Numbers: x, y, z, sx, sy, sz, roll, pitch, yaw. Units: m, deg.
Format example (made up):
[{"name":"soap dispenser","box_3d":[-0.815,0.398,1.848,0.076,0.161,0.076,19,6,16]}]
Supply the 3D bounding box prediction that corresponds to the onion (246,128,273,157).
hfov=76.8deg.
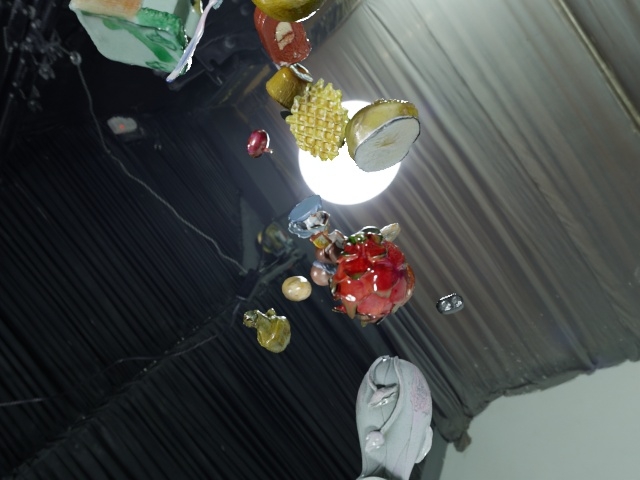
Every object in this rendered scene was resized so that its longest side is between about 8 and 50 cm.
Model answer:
[{"name":"onion","box_3d":[-0.288,-0.472,2.016,0.150,0.140,0.150,21,-90,-78]}]

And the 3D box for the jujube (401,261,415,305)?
[{"name":"jujube","box_3d":[0.251,0.175,1.528,0.190,0.190,0.255,-38,-20,-32]}]

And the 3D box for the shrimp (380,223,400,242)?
[{"name":"shrimp","box_3d":[0.290,0.015,2.120,0.164,0.062,0.317,11,-46,-46]}]

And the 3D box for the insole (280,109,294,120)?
[{"name":"insole","box_3d":[-0.041,-0.518,1.823,0.110,0.309,0.012,93,-160,-66]}]

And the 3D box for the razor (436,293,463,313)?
[{"name":"razor","box_3d":[0.441,0.219,1.370,0.090,0.054,0.148,-22,-18,15]}]

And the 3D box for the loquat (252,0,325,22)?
[{"name":"loquat","box_3d":[-0.096,-0.624,0.944,0.246,0.213,0.213,-10,2,-4]}]

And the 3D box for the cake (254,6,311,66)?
[{"name":"cake","box_3d":[-0.167,-0.878,1.707,0.177,0.151,0.283,-31,-30,3]}]

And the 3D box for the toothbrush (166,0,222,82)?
[{"name":"toothbrush","box_3d":[-0.312,-0.508,1.008,0.027,0.021,0.269,33,-95,-54]}]

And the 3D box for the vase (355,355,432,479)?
[{"name":"vase","box_3d":[0.200,0.559,1.166,0.250,0.250,0.445,-34,14,30]}]

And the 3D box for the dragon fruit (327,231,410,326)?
[{"name":"dragon fruit","box_3d":[0.124,0.107,1.007,0.193,0.274,0.192,0,21,16]}]

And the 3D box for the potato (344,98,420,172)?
[{"name":"potato","box_3d":[0.191,-0.385,1.372,0.246,0.196,0.299,-18,-18,-14]}]

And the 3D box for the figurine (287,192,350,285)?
[{"name":"figurine","box_3d":[0.001,0.000,1.945,0.248,0.388,0.276,-23,29,28]}]

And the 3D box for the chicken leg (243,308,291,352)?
[{"name":"chicken leg","box_3d":[-0.149,0.248,1.160,0.088,0.227,0.103,25,66,39]}]

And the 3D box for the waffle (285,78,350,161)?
[{"name":"waffle","box_3d":[0.001,-0.491,1.682,0.312,0.307,0.060,-42,0,42]}]

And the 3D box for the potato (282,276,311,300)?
[{"name":"potato","box_3d":[-0.103,0.211,1.760,0.109,0.118,0.178,-65,16,-12]}]

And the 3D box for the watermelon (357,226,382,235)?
[{"name":"watermelon","box_3d":[0.191,-0.014,1.603,0.111,0.078,0.078,-27,6,16]}]

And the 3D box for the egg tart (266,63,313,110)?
[{"name":"egg tart","box_3d":[-0.133,-0.713,1.882,0.171,0.215,0.215,-44,-2,38]}]

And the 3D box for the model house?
[{"name":"model house","box_3d":[-0.455,-0.662,1.101,0.194,0.267,0.325,112,170,-77]}]
